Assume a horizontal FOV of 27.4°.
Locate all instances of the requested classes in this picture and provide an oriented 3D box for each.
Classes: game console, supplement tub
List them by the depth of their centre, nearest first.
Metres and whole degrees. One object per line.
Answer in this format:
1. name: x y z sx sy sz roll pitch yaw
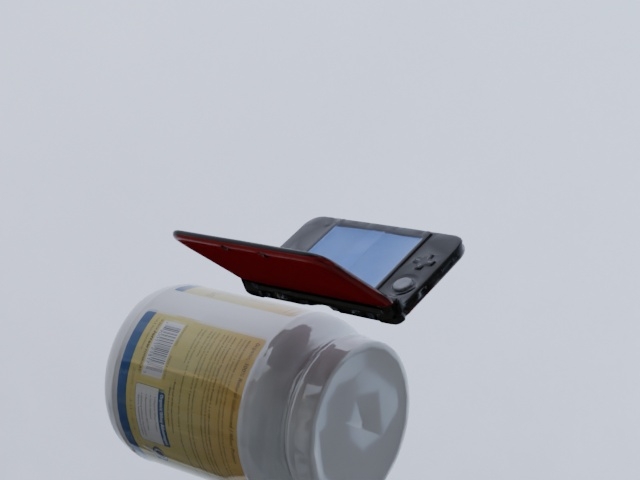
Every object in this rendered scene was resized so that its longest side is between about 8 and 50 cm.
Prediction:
1. game console: 0.000 0.000 0.866 0.144 0.124 0.085 10 -48 43
2. supplement tub: -0.048 0.117 0.990 0.199 0.144 0.144 11 -34 37
